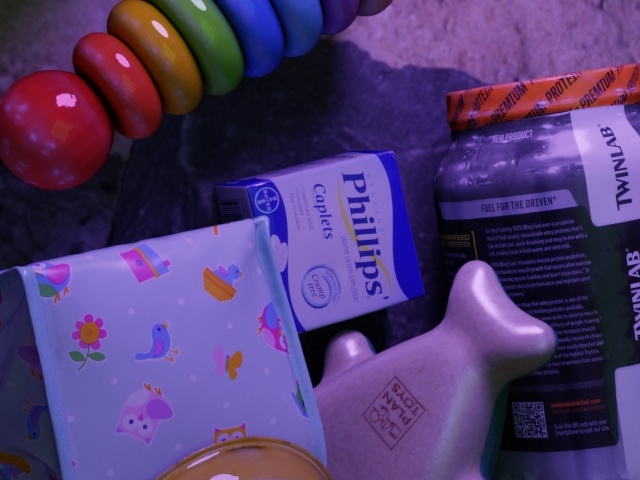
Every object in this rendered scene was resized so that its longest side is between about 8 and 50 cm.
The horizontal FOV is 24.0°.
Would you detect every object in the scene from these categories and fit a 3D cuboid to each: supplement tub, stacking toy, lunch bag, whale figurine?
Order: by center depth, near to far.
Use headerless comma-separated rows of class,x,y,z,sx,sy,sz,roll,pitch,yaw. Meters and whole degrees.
lunch bag,-0.125,0.132,1.099,0.223,0.160,0.262,-14,92,-36
stacking toy,-0.105,-0.151,1.151,0.330,0.141,0.141,-37,106,-13
whale figurine,0.088,0.148,1.185,0.141,0.216,0.272,13,117,-51
supplement tub,0.207,0.032,1.247,0.207,0.207,0.338,-12,96,-25

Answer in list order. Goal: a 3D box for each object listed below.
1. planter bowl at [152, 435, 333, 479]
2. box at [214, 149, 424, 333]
planter bowl,-0.047,0.253,1.043,0.217,0.090,0.217,-15,117,-32
box,0.000,0.000,1.221,0.137,0.072,0.126,-16,98,-26
